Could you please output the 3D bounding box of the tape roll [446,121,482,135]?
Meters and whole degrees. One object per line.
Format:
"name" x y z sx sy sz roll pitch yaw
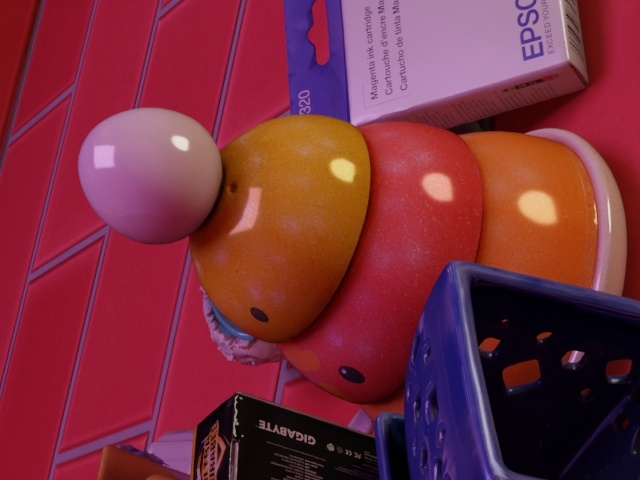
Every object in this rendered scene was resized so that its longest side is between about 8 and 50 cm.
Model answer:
"tape roll" 0.092 -0.048 2.006 0.219 0.072 0.219 -46 34 43

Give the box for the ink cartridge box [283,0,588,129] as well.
"ink cartridge box" 0.097 -0.264 1.906 0.330 0.071 0.324 -15 62 20

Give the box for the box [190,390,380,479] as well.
"box" 0.042 0.292 1.534 0.079 0.322 0.257 -43 36 45

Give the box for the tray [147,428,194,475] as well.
"tray" -0.188 0.309 2.371 0.270 0.030 0.145 -16 56 66

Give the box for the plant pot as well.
"plant pot" 0.174 0.185 1.460 0.236 0.236 0.212 -98 29 -47

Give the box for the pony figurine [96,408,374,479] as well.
"pony figurine" -0.046 0.293 1.784 0.351 0.363 0.303 -176 97 -82

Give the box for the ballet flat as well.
"ballet flat" -0.071 0.067 2.227 0.147 0.147 0.409 -62 19 20

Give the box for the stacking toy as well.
"stacking toy" 0.000 0.000 1.655 0.350 0.479 0.351 -48 32 43
